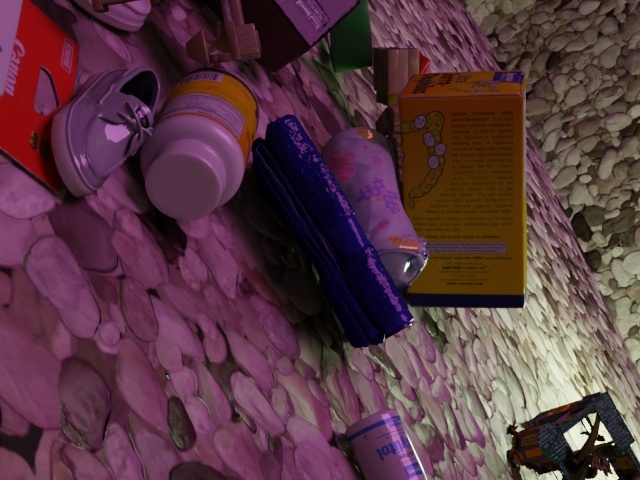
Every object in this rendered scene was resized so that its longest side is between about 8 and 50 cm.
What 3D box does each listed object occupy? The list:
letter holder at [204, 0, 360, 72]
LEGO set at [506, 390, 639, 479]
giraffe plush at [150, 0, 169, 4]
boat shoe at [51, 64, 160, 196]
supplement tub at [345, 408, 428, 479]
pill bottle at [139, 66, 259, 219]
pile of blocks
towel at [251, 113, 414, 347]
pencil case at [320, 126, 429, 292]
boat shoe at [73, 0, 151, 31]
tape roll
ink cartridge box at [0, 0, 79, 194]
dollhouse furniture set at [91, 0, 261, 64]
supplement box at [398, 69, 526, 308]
[{"bbox_3d":[-0.127,-0.422,1.617,0.302,0.214,0.152,51,54,-14],"label":"letter holder"},{"bbox_3d":[0.414,0.418,1.688,0.255,0.192,0.331,-36,91,-40],"label":"LEGO set"},{"bbox_3d":[-0.223,-0.421,1.399,0.170,0.181,0.210,65,-15,-13],"label":"giraffe plush"},{"bbox_3d":[-0.214,-0.126,1.053,0.227,0.081,0.079,-86,155,-57],"label":"boat shoe"},{"bbox_3d":[0.081,0.263,1.217,0.071,0.071,0.107,12,49,-62],"label":"supplement tub"},{"bbox_3d":[-0.139,-0.111,1.170,0.117,0.117,0.215,50,23,-22],"label":"pill bottle"},{"bbox_3d":[0.178,-0.197,1.895,0.149,0.113,0.362,137,-52,-76],"label":"pile of blocks"},{"bbox_3d":[0.000,0.000,1.324,0.308,0.076,0.227,60,-11,4],"label":"towel"},{"bbox_3d":[0.078,-0.050,1.568,0.113,0.124,0.273,37,29,-44],"label":"pencil case"},{"bbox_3d":[-0.288,-0.361,1.207,0.277,0.096,0.098,41,25,-40],"label":"boat shoe"},{"bbox_3d":[0.037,-0.484,1.933,0.321,0.077,0.321,170,-90,-90],"label":"tape roll"},{"bbox_3d":[-0.316,-0.209,0.993,0.239,0.060,0.275,41,27,-36],"label":"ink cartridge box"},{"bbox_3d":[-0.186,-0.367,1.278,0.355,0.174,0.303,-106,-174,-80],"label":"dollhouse furniture set"},{"bbox_3d":[0.242,-0.087,1.682,0.194,0.195,0.356,-59,147,-67],"label":"supplement box"}]
